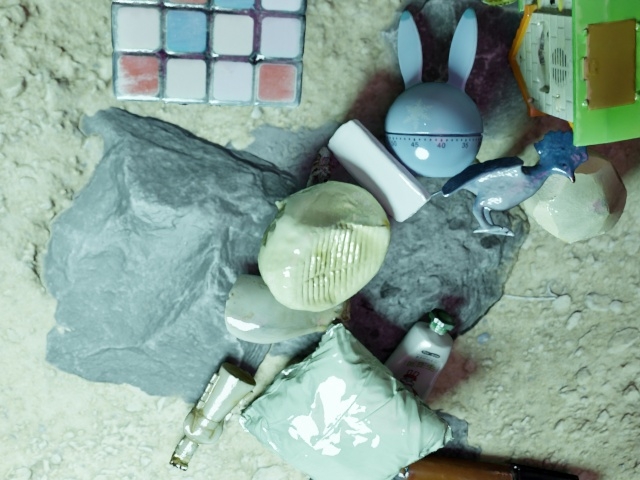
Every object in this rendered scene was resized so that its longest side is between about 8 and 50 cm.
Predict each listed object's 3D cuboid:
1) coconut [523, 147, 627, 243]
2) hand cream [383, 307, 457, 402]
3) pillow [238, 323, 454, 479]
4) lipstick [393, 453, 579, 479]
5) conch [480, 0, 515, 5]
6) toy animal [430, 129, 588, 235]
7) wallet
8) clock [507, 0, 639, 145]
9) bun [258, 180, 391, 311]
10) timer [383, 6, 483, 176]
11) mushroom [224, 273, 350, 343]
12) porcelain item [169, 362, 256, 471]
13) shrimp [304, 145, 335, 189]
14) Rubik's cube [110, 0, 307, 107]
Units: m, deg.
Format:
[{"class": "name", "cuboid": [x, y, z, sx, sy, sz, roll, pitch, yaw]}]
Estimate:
[{"class": "coconut", "cuboid": [0.429, -0.075, 1.441, 0.161, 0.162, 0.161, -3, 111, -9]}, {"class": "hand cream", "cuboid": [0.153, 0.275, 1.589, 0.121, 0.076, 0.336, 21, 113, -15]}, {"class": "pillow", "cuboid": [0.050, 0.322, 1.515, 0.310, 0.138, 0.283, 39, 114, -6]}, {"class": "lipstick", "cuboid": [0.324, 0.468, 1.679, 0.418, 0.077, 0.077, 12, 108, -15]}, {"class": "conch", "cuboid": [0.248, -0.441, 1.294, 0.124, 0.187, 0.181, -62, 141, -25]}, {"class": "toy animal", "cuboid": [0.288, -0.094, 1.363, 0.255, 0.239, 0.176, 9, 90, 21]}, {"class": "wallet", "cuboid": [0.092, -0.112, 1.376, 0.183, 0.124, 0.032, 47, 67, 1]}, {"class": "clock", "cuboid": [0.382, -0.281, 1.302, 0.106, 0.255, 0.220, -9, 109, -8]}, {"class": "bun", "cuboid": [0.000, 0.000, 1.409, 0.229, 0.145, 0.229, -22, 137, -22]}, {"class": "timer", "cuboid": [0.189, -0.221, 1.369, 0.175, 0.175, 0.256, 15, 78, -15]}, {"class": "mushroom", "cuboid": [-0.055, 0.127, 1.473, 0.225, 0.093, 0.116, 10, 93, -10]}, {"class": "porcelain item", "cuboid": [-0.202, 0.321, 1.542, 0.084, 0.054, 0.213, 31, 102, -17]}, {"class": "shrimp", "cuboid": [0.002, -0.112, 1.426, 0.038, 0.029, 0.092, 14, 117, -21]}, {"class": "Rubik's cube", "cuboid": [-0.160, -0.336, 1.185, 0.258, 0.256, 0.253, 2, 111, -11]}]
